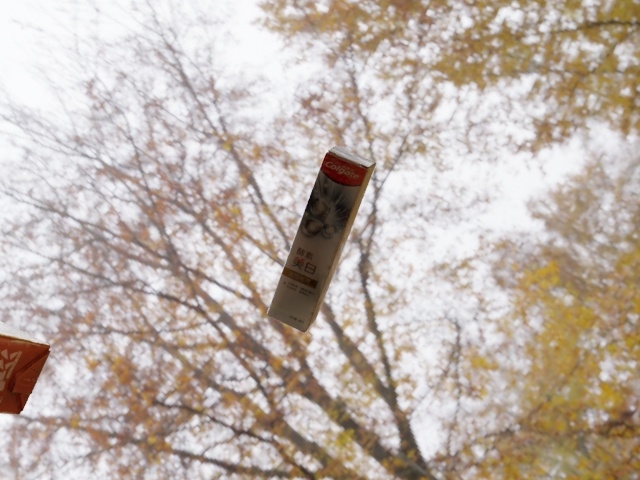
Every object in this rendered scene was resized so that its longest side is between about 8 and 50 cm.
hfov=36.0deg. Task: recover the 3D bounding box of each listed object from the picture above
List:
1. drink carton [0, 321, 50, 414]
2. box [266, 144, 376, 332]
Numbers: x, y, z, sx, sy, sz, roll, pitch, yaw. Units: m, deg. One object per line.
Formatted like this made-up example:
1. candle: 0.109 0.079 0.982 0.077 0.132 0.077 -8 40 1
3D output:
1. drink carton: -0.313 0.082 0.762 0.071 0.096 0.223 -66 -19 -6
2. box: 0.000 0.000 1.121 0.039 0.055 0.218 -47 -22 -66
